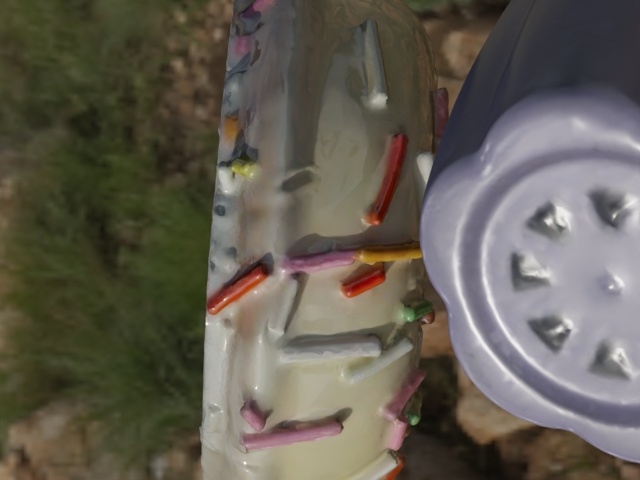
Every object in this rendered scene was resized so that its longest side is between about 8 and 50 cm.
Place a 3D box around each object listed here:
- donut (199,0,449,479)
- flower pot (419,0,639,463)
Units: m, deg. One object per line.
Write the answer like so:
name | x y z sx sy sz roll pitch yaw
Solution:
donut | 0.000 0.000 1.141 0.382 0.142 0.382 -176 90 -89
flower pot | 0.174 -0.026 0.837 0.265 0.243 0.265 15 126 22
